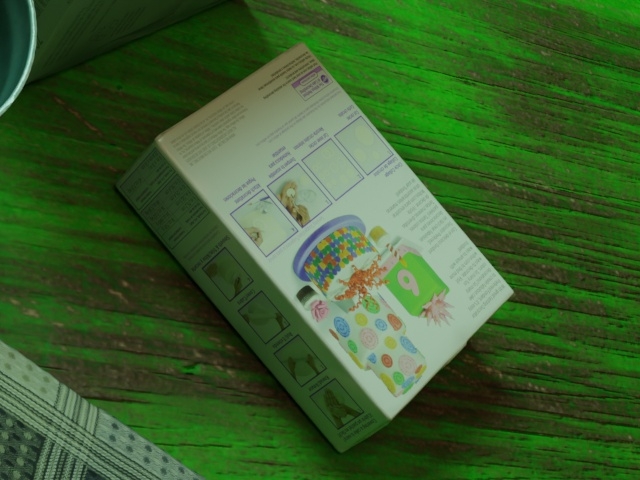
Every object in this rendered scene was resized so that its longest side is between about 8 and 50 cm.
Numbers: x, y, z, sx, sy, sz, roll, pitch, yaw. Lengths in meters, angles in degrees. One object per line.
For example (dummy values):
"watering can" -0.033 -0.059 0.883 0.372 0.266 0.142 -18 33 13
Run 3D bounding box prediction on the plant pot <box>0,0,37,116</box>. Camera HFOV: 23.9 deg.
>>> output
"plant pot" -0.393 -0.146 1.172 0.293 0.196 0.293 18 54 -26

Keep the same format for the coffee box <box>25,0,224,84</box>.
"coffee box" -0.195 -0.403 1.381 0.338 0.337 0.334 -32 83 -43

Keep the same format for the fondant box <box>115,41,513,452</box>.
"fondant box" 0.000 0.000 1.438 0.330 0.096 0.238 49 46 1

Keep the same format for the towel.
"towel" -0.223 0.192 1.102 0.324 0.056 0.312 38 20 -16
